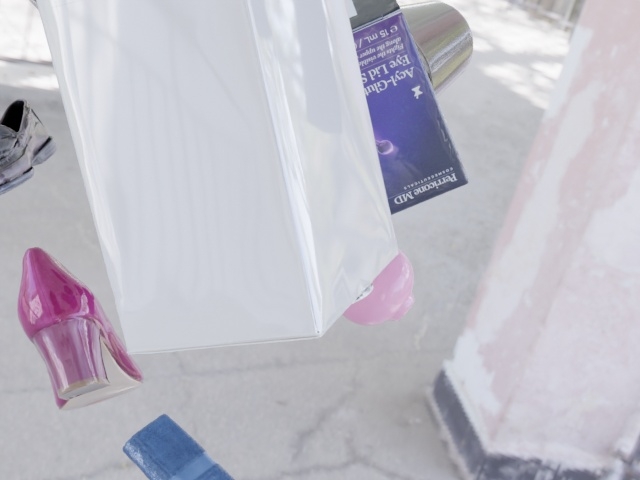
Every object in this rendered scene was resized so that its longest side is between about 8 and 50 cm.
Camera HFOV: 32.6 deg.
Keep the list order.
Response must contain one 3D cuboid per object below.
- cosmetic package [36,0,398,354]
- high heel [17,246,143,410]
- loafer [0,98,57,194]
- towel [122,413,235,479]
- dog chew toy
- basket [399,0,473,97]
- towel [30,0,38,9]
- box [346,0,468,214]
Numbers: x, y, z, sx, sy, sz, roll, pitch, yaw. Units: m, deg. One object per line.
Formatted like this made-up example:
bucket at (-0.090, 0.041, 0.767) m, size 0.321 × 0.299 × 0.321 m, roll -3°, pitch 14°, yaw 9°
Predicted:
cosmetic package at (-0.071, -0.126, 0.760) m, size 0.155 × 0.365 × 0.197 m, roll -7°, pitch 11°, yaw 21°
high heel at (-0.319, 0.123, 1.455) m, size 0.127 × 0.181 × 0.377 m, roll -17°, pitch -9°, yaw -13°
loafer at (-0.460, -0.130, 1.561) m, size 0.109 × 0.095 × 0.302 m, roll -16°, pitch 17°, yaw 6°
towel at (-0.129, 0.222, 1.036) m, size 0.119 × 0.029 × 0.067 m, roll 42°, pitch 33°, yaw 14°
dog chew toy at (0.000, 0.000, 1.629) m, size 0.332 × 0.206 × 0.206 m, roll 38°, pitch 26°, yaw 0°
basket at (0.116, -0.266, 1.574) m, size 0.204 × 0.154 × 0.227 m, roll 25°, pitch 30°, yaw 21°
towel at (-0.438, -0.402, 1.805) m, size 0.282 × 0.049 × 0.187 m, roll 43°, pitch 9°, yaw -49°
box at (0.039, -0.131, 1.095) m, size 0.153 × 0.207 × 0.108 m, roll -24°, pitch 31°, yaw 7°
